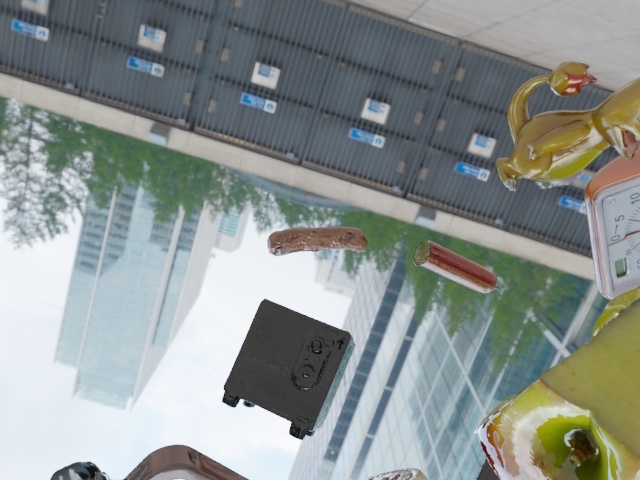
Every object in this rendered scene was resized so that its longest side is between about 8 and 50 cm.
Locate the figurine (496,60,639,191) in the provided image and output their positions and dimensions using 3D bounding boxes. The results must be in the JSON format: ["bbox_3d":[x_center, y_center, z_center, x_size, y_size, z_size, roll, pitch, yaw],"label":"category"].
[{"bbox_3d":[0.265,-0.126,0.553,0.121,0.122,0.176,-3,171,-40],"label":"figurine"}]

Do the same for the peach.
[{"bbox_3d":[0.382,0.203,0.642,0.380,0.306,0.242,-28,-120,-32],"label":"peach"}]

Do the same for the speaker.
[{"bbox_3d":[-0.073,0.302,1.289,0.232,0.254,0.184,21,166,15],"label":"speaker"}]

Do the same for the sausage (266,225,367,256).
[{"bbox_3d":[0.000,0.000,0.777,0.158,0.042,0.036,-1,-123,-28],"label":"sausage"}]

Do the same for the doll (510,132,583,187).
[{"bbox_3d":[0.564,-0.212,1.383,0.149,0.095,0.192,8,-134,-36],"label":"doll"}]

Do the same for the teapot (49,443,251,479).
[{"bbox_3d":[-0.262,0.484,0.843,0.362,0.376,0.305,41,-171,-33],"label":"teapot"}]

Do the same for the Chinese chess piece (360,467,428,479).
[{"bbox_3d":[0.120,0.591,1.195,0.270,0.270,0.112,0,-114,-49],"label":"Chinese chess piece"}]

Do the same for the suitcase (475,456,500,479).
[{"bbox_3d":[0.399,0.643,1.165,0.152,0.229,0.335,-2,-146,44],"label":"suitcase"}]

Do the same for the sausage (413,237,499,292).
[{"bbox_3d":[0.373,0.078,1.456,0.264,0.083,0.083,24,-167,-19],"label":"sausage"}]

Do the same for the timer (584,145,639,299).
[{"bbox_3d":[0.619,-0.041,1.048,0.250,0.257,0.161,-27,-151,-9],"label":"timer"}]
